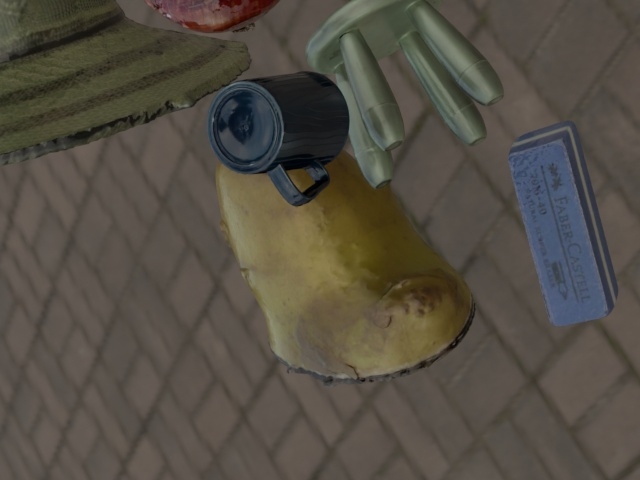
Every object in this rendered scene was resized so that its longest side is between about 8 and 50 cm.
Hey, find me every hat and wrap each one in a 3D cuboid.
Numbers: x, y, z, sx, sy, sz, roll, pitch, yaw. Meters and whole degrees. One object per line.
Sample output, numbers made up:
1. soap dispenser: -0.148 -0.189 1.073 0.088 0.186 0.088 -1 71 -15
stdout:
1. hat: -0.162 -0.111 0.795 0.252 0.252 0.110 6 115 52

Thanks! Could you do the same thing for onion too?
1. onion: -0.137 -0.350 2.145 0.230 0.230 0.163 41 156 32

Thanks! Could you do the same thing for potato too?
1. potato: 0.000 0.000 2.306 0.397 0.290 0.296 45 167 53

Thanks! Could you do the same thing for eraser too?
1. eraser: 0.274 -0.019 1.814 0.082 0.036 0.225 -15 89 40

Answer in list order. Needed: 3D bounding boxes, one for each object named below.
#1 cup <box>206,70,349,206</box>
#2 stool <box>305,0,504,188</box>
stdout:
1. cup: -0.038 -0.124 1.839 0.150 0.138 0.113 39 116 21
2. stool: 0.104 -0.205 2.048 0.195 0.195 0.198 97 148 -70
